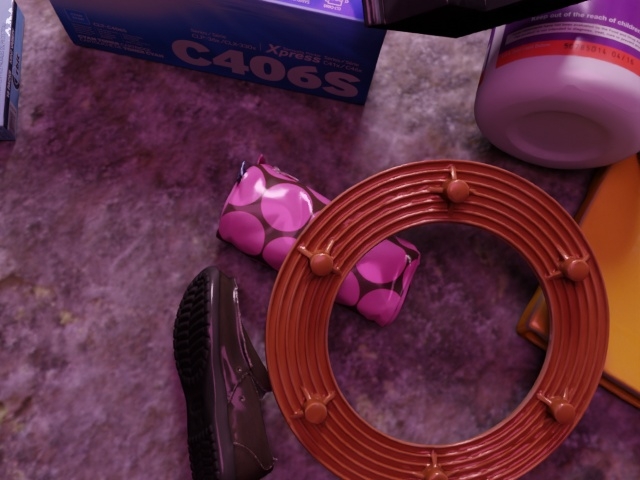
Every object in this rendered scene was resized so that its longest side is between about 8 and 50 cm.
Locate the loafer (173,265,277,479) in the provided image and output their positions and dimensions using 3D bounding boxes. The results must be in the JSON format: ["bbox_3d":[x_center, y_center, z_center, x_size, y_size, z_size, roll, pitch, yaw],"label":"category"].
[{"bbox_3d":[-0.090,0.134,0.636,0.078,0.080,0.220,6,70,-37],"label":"loafer"}]

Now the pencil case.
[{"bbox_3d":[0.000,0.000,0.666,0.209,0.095,0.098,30,67,2],"label":"pencil case"}]

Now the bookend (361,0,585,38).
[{"bbox_3d":[0.142,-0.237,0.575,0.157,0.156,0.072,-13,98,-45],"label":"bookend"}]

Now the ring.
[{"bbox_3d":[0.116,0.093,0.612,0.337,0.032,0.336,-1,96,-6],"label":"ring"}]

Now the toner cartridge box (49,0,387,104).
[{"bbox_3d":[-0.105,-0.244,0.686,0.348,0.165,0.075,12,74,0],"label":"toner cartridge box"}]

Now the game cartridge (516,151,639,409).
[{"bbox_3d":[0.409,0.038,0.710,0.285,0.052,0.323,32,72,5],"label":"game cartridge"}]

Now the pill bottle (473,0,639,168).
[{"bbox_3d":[0.286,-0.253,0.709,0.182,0.181,0.322,17,74,0],"label":"pill bottle"}]

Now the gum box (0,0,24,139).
[{"bbox_3d":[-0.427,-0.186,0.708,0.185,0.041,0.156,-2,75,-6],"label":"gum box"}]
